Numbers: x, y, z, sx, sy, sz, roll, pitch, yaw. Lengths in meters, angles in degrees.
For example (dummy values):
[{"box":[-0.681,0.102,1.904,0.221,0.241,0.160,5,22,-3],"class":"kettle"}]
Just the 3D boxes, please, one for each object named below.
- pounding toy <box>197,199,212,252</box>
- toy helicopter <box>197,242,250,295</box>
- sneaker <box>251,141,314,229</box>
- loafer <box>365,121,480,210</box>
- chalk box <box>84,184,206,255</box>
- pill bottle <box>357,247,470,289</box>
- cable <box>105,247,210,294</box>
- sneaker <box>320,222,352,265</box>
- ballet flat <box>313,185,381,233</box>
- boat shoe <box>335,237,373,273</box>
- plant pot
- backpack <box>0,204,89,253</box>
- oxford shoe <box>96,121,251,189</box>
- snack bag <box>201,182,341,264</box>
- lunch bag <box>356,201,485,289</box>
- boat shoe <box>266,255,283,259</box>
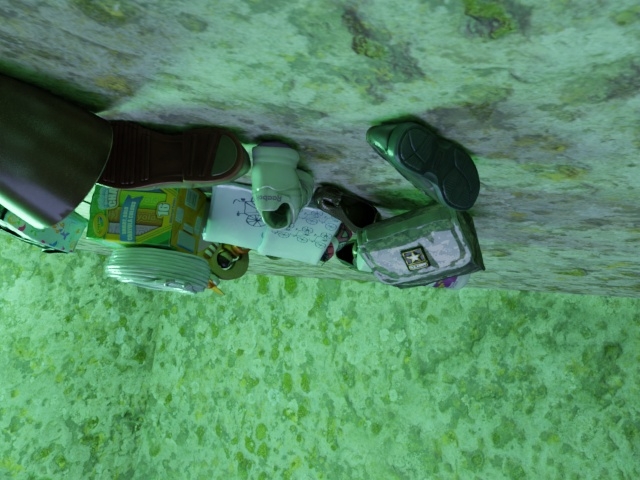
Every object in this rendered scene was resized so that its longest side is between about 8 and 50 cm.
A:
[{"box":[-0.396,-0.045,1.635,0.110,0.237,0.183,45,171,31],"class":"pounding toy"},{"box":[-0.409,0.060,1.992,0.355,0.235,0.140,14,169,-36],"class":"toy helicopter"},{"box":[-0.084,-0.087,1.145,0.114,0.152,0.305,3,172,9],"class":"sneaker"},{"box":[0.178,-0.129,0.961,0.084,0.096,0.267,25,179,44],"class":"loafer"},{"box":[-0.465,-0.065,1.455,0.288,0.179,0.180,4,170,12],"class":"chalk box"},{"box":[0.262,0.042,1.624,0.301,0.169,0.169,7,171,-6],"class":"pill bottle"},{"box":[-0.407,0.076,1.451,0.257,0.089,0.257,7,170,8],"class":"cable"},{"box":[0.000,0.000,1.757,0.112,0.121,0.299,-34,-164,-18],"class":"sneaker"},{"box":[0.080,-0.071,1.366,0.058,0.084,0.249,0,163,40],"class":"ballet flat"},{"box":[0.163,0.054,1.889,0.130,0.132,0.355,11,169,-26],"class":"boat shoe"},{"box":[-0.488,-0.165,0.890,0.215,0.215,0.230,-1,154,38],"class":"plant pot"},{"box":[-0.712,-0.075,1.442,0.253,0.191,0.225,31,173,7],"class":"backpack"},{"box":[-0.299,-0.142,1.068,0.348,0.123,0.130,6,176,9],"class":"oxford shoe"},{"box":[-0.135,-0.039,1.504,0.342,0.037,0.323,13,152,-10],"class":"snack bag"},{"box":[0.238,0.010,1.350,0.235,0.169,0.287,-17,161,22],"class":"lunch bag"},{"box":[-0.116,0.021,2.010,0.095,0.095,0.257,-11,-171,-31],"class":"boat shoe"}]
